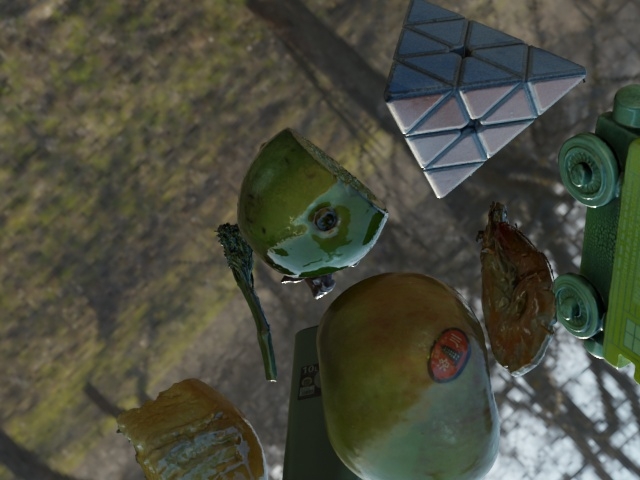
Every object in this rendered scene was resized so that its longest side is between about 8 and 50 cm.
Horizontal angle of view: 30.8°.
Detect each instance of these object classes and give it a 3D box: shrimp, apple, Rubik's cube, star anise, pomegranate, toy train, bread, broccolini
[{"bbox_3d":[0.274,0.053,1.641,0.154,0.062,0.294,-55,-146,43],"label":"shrimp"},{"bbox_3d":[0.100,0.167,1.326,0.194,0.260,0.261,-10,180,4],"label":"apple"},{"bbox_3d":[0.201,-0.216,1.703,0.228,0.233,0.228,-55,-164,-10],"label":"Rubik's cube"},{"bbox_3d":[-0.002,0.005,2.044,0.111,0.196,0.212,-6,-141,22],"label":"star anise"},{"bbox_3d":[-0.038,-0.052,1.515,0.159,0.241,0.190,-47,154,9],"label":"pomegranate"},{"bbox_3d":[0.462,0.012,1.596,0.179,0.272,0.442,-23,129,-26],"label":"toy train"},{"bbox_3d":[-0.189,0.344,1.873,0.204,0.262,0.162,-26,165,-27],"label":"bread"},{"bbox_3d":[-0.098,0.087,1.681,0.051,0.239,0.054,-16,177,-23],"label":"broccolini"}]

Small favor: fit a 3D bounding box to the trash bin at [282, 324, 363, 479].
[{"bbox_3d":[0.050,0.322,1.896,0.158,0.223,0.343,-16,-143,18],"label":"trash bin"}]
